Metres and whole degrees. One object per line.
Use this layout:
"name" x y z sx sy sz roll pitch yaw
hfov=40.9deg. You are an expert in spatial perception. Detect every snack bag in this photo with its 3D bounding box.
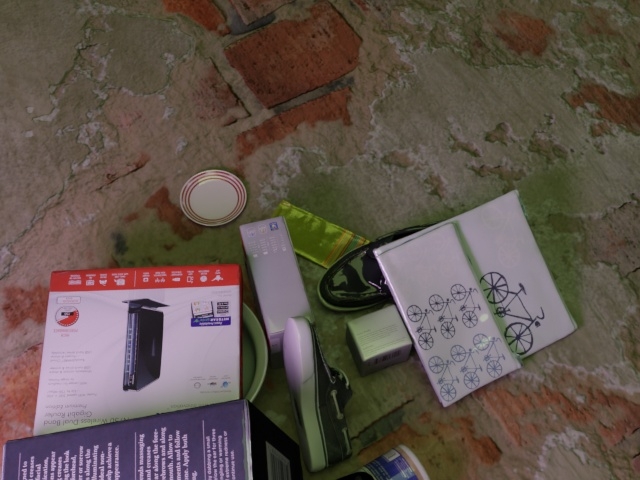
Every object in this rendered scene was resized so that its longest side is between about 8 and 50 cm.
"snack bag" 0.310 0.103 1.648 0.343 0.037 0.323 -22 87 -17

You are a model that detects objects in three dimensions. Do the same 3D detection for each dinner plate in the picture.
"dinner plate" -0.228 -0.089 1.827 0.141 0.017 0.141 1 62 -1

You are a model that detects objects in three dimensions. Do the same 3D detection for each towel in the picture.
"towel" 0.000 0.000 1.780 0.237 0.021 0.102 26 63 13

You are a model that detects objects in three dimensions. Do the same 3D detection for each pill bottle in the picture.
"pill bottle" 0.092 0.444 1.481 0.187 0.112 0.112 -28 65 -15

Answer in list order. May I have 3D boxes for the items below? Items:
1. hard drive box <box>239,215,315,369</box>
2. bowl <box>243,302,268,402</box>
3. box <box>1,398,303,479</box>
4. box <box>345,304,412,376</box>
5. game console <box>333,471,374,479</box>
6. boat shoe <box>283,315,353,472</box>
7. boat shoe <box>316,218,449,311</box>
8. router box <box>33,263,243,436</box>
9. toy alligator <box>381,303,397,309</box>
"hard drive box" -0.080 0.101 1.631 0.089 0.181 0.232 -14 61 -8
"bowl" -0.244 0.237 1.579 0.298 0.134 0.297 1 60 -1
"box" -0.248 0.415 1.339 0.396 0.293 0.211 -12 61 10
"box" 0.108 0.191 1.629 0.101 0.102 0.087 -19 65 -10
"game console" 0.058 0.533 1.313 0.213 0.044 0.361 -16 49 2
"boat shoe" 0.004 0.264 1.506 0.102 0.301 0.108 -14 18 -16
"boat shoe" 0.156 0.040 1.694 0.340 0.113 0.127 -15 74 -14
"router box" -0.300 0.195 1.478 0.336 0.082 0.301 -3 61 -2
"toy alligator" 0.214 0.125 1.700 0.190 0.056 0.051 -1 19 0
